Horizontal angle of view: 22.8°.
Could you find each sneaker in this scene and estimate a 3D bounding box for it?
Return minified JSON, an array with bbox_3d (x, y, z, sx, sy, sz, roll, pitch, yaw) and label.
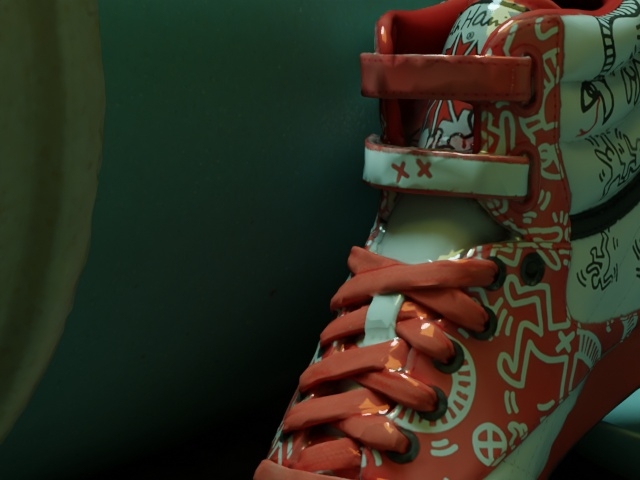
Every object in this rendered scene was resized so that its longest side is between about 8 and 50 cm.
[{"bbox_3d":[0.025,0.021,0.452,0.090,0.145,0.270,7,38,39],"label":"sneaker"}]

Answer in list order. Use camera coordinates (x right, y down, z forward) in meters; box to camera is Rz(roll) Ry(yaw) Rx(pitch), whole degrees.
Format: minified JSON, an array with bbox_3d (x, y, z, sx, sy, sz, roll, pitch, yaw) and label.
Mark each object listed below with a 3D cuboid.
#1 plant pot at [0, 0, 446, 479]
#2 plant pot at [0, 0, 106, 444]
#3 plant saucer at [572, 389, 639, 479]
[{"bbox_3d":[-0.086,-0.055,0.579,0.235,0.293,0.293,-6,17,-41],"label":"plant pot"},{"bbox_3d":[-0.264,-0.019,0.302,0.334,0.334,0.305,6,20,25],"label":"plant pot"},{"bbox_3d":[0.207,0.033,0.609,0.317,0.043,0.317,-3,19,1],"label":"plant saucer"}]
